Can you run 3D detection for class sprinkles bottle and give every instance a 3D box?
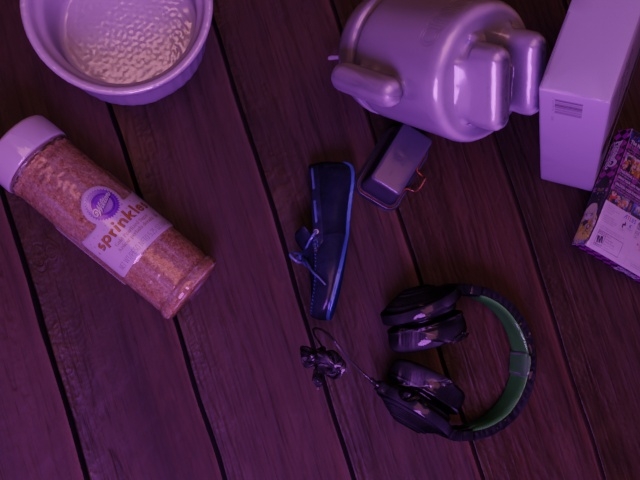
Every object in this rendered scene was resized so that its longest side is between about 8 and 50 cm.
[{"bbox_3d":[-0.328,-0.035,1.094,0.355,0.121,0.121,40,83,-2],"label":"sprinkles bottle"}]

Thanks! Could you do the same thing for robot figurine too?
[{"bbox_3d":[0.165,-0.268,1.072,0.300,0.353,0.200,-23,124,-30],"label":"robot figurine"}]

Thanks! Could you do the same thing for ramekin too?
[{"bbox_3d":[-0.303,-0.344,1.113,0.277,0.135,0.277,0,86,-6],"label":"ramekin"}]

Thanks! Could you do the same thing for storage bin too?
[{"bbox_3d":[0.128,-0.119,1.161,0.098,0.091,0.135,32,84,-2],"label":"storage bin"}]

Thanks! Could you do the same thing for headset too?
[{"bbox_3d":[0.164,0.182,1.093,0.394,0.185,0.243,5,84,-17],"label":"headset"}]

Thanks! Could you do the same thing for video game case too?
[{"bbox_3d":[0.547,-0.039,1.191,0.232,0.042,0.210,26,84,-20],"label":"video game case"}]

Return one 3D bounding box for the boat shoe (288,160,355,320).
[{"bbox_3d":[0.000,0.000,1.146,0.089,0.109,0.258,7,68,2],"label":"boat shoe"}]

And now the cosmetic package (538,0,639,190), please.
[{"bbox_3d":[0.411,-0.264,1.058,0.097,0.377,0.284,17,83,20],"label":"cosmetic package"}]
